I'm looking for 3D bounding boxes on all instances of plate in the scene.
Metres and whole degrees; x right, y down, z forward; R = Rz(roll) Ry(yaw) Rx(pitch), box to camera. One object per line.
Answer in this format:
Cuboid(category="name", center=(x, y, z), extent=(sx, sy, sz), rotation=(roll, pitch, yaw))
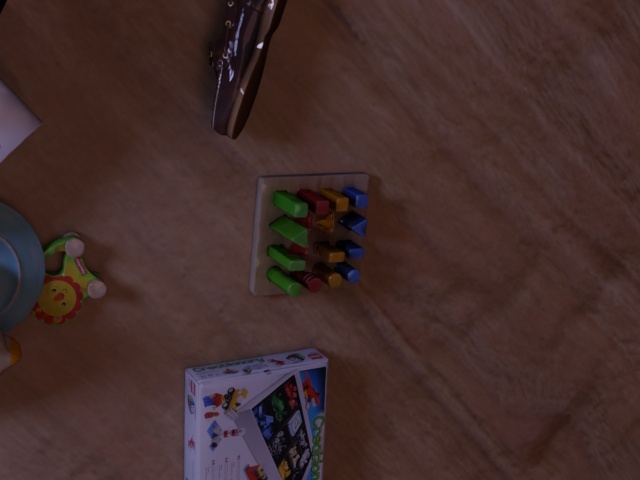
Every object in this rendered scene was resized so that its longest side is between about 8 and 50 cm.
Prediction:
Cuboid(category="plate", center=(-0.411, 0.040, 1.389), extent=(0.188, 0.024, 0.188), rotation=(-7, 112, -18))

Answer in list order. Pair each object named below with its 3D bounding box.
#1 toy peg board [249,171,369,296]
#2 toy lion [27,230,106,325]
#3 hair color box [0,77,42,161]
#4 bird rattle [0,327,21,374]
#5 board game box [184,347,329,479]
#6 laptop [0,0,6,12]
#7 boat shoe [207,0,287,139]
Cuboid(category="toy peg board", center=(0.000, 0.000, 1.580), extent=(0.160, 0.079, 0.161), rotation=(-4, 109, -28))
Cuboid(category="toy lion", center=(-0.315, 0.051, 1.457), extent=(0.096, 0.034, 0.100), rotation=(-27, 118, -10))
Cuboid(category="hair color box", center=(-0.473, -0.192, 1.236), extent=(0.174, 0.105, 0.347), rotation=(-46, 122, -10))
Cuboid(category="bird rattle", center=(-0.451, 0.129, 1.331), extent=(0.253, 0.143, 0.207), rotation=(-38, 135, 7))
Cuboid(category="board game box", center=(-0.089, 0.308, 1.655), extent=(0.193, 0.053, 0.305), rotation=(-6, 110, -26))
Cuboid(category="laptop", center=(-0.412, -0.258, 1.076), extent=(0.234, 0.136, 0.264), rotation=(4, 136, -41))
Cuboid(category="boat shoe", center=(-0.099, -0.229, 1.457), extent=(0.073, 0.073, 0.207), rotation=(19, 96, 6))
